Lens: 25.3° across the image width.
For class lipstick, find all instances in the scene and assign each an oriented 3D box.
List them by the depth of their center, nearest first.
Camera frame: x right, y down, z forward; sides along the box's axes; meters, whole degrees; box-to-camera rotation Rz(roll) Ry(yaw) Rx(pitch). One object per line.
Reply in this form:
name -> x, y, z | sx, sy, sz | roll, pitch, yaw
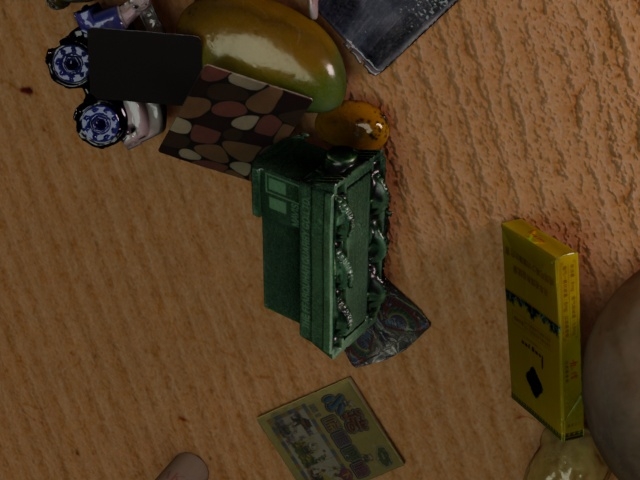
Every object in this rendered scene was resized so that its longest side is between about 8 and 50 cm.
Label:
lipstick -> -0.263, 0.432, 2.278 | 0.070, 0.254, 0.070 | 9, 116, 19

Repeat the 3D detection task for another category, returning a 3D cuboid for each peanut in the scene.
peanut -> 0.361, 0.408, 2.080 | 0.148, 0.147, 0.318 | 13, 112, 17

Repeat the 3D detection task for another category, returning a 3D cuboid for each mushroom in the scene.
mushroom -> 0.524, 0.187, 1.851 | 0.362, 0.295, 0.362 | -3, 86, 38

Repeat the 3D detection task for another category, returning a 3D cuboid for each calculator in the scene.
calculator -> 0.107, -0.355, 1.895 | 0.161, 0.021, 0.262 | 48, 122, -3

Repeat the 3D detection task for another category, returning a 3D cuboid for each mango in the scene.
mango -> -0.080, -0.256, 1.965 | 0.251, 0.114, 0.156 | 20, 106, 14
mango -> 0.044, -0.159, 1.995 | 0.114, 0.057, 0.079 | 6, 120, 30

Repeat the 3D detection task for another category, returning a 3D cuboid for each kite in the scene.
kite -> 0.035, 0.055, 2.122 | 0.152, 0.015, 0.285 | -31, 101, 28

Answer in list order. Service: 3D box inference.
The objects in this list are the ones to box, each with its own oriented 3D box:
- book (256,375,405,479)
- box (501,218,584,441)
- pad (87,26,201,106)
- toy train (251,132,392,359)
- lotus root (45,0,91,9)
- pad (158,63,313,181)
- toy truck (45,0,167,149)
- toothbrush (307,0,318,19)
book -> 0.014, 0.315, 2.250 | 0.192, 0.013, 0.168 | -27, 100, 30
box -> 0.305, 0.122, 1.963 | 0.041, 0.153, 0.279 | -14, 113, -18
pad -> -0.240, -0.236, 1.950 | 0.157, 0.003, 0.112 | 5, 125, 2
toy train -> 0.000, 0.000, 2.015 | 0.178, 0.138, 0.330 | 23, 131, 27
lotus root -> -0.335, -0.379, 2.036 | 0.165, 0.088, 0.088 | -14, 107, 35
pad -> -0.124, -0.160, 2.002 | 0.158, 0.003, 0.235 | 17, 147, -16
toy truck -> -0.281, -0.245, 2.054 | 0.177, 0.161, 0.213 | -22, 105, 6
toothbrush -> -0.019, -0.446, 1.892 | 0.030, 0.025, 0.307 | -1, 108, 16
